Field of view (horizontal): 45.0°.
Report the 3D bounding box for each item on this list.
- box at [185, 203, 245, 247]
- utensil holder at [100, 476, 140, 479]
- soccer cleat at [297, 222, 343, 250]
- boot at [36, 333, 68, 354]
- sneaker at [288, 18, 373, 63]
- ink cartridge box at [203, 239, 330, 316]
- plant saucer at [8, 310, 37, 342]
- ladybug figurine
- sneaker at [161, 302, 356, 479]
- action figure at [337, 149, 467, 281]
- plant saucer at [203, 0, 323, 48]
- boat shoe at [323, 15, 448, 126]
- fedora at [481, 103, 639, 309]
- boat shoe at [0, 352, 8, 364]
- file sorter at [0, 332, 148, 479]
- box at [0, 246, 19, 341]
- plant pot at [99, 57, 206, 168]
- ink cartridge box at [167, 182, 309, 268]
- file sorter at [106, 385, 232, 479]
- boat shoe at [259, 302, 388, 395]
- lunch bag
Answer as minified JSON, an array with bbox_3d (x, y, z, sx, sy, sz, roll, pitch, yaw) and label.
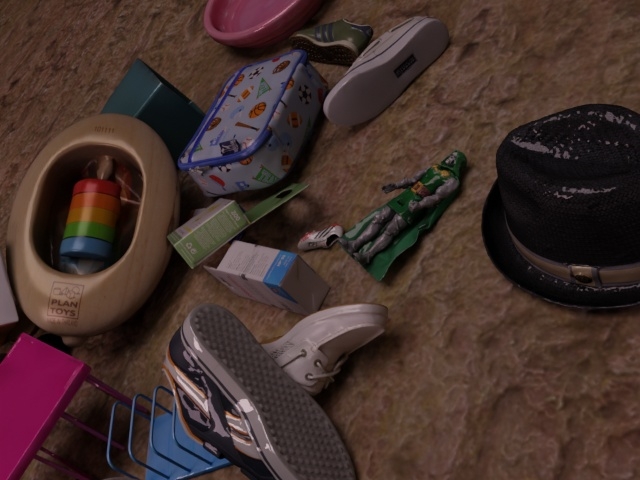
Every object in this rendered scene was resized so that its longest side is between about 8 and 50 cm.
[{"bbox_3d":[-0.196,-0.024,1.424,0.136,0.028,0.081,-7,53,35],"label":"box"},{"bbox_3d":[-0.301,0.509,0.862,0.385,0.327,0.327,-38,43,8],"label":"utensil holder"},{"bbox_3d":[0.000,0.000,1.258,0.083,0.029,0.035,-23,42,14],"label":"soccer cleat"},{"bbox_3d":[-0.582,0.238,1.370,0.094,0.207,0.246,-2,56,36],"label":"boot"},{"bbox_3d":[0.027,-0.404,1.541,0.192,0.064,0.086,22,65,45],"label":"sneaker"},{"bbox_3d":[-0.088,0.056,1.222,0.180,0.104,0.060,12,65,41],"label":"ink cartridge box"},{"bbox_3d":[-0.602,0.175,1.576,0.083,0.015,0.083,-20,48,24],"label":"plant saucer"},{"bbox_3d":[-0.409,-0.017,1.429,0.305,0.162,0.449,7,68,4],"label":"ladybug figurine"},{"bbox_3d":[-0.088,0.240,1.025,0.321,0.126,0.127,50,123,16],"label":"sneaker"},{"bbox_3d":[0.135,-0.053,1.180,0.232,0.063,0.137,-42,41,-3],"label":"action figure"},{"bbox_3d":[-0.109,-0.551,1.740,0.332,0.084,0.332,-20,46,23],"label":"plant saucer"},{"bbox_3d":[0.104,-0.310,1.381,0.267,0.096,0.088,-44,38,-2],"label":"boat shoe"},{"bbox_3d":[0.341,-0.075,0.972,0.334,0.152,0.334,-20,47,23],"label":"fedora"},{"bbox_3d":[-0.649,0.314,1.455,0.070,0.078,0.219,-2,58,35],"label":"boat shoe"},{"bbox_3d":[-0.441,0.332,1.208,0.202,0.182,0.290,12,64,43],"label":"file sorter"},{"bbox_3d":[-0.696,0.123,1.410,0.345,0.215,0.168,-30,76,60],"label":"box"},{"bbox_3d":[-0.375,-0.223,1.623,0.234,0.166,0.165,-48,42,4],"label":"plant pot"},{"bbox_3d":[-0.143,-0.048,1.300,0.235,0.056,0.171,-38,13,-9],"label":"ink cartridge box"},{"bbox_3d":[-0.215,0.278,1.140,0.170,0.104,0.118,-23,47,20],"label":"file sorter"},{"bbox_3d":[-0.012,0.172,1.085,0.277,0.098,0.096,-31,54,33],"label":"boat shoe"},{"bbox_3d":[-0.133,-0.216,1.452,0.243,0.115,0.303,-4,48,39],"label":"lunch bag"}]
